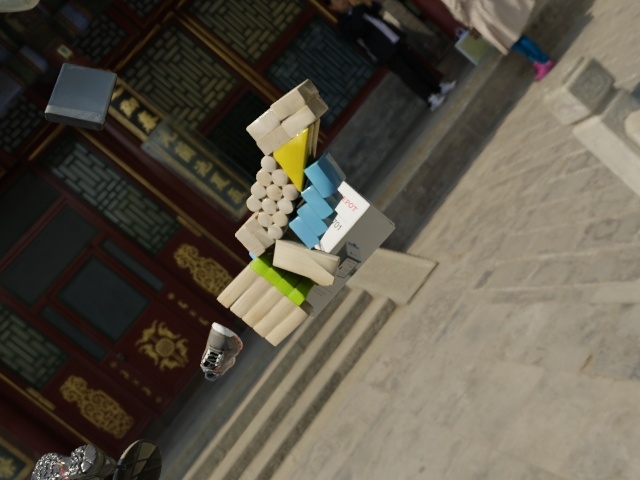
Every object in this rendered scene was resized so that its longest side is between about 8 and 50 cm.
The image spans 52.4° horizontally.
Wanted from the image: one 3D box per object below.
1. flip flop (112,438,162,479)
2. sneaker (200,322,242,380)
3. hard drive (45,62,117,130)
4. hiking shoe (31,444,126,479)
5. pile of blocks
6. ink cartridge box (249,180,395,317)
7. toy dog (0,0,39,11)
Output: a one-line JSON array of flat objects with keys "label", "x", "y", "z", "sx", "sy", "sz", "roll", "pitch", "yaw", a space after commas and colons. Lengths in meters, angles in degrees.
[{"label": "flip flop", "x": -0.450, "y": 0.598, "z": 1.498, "sx": 0.080, "sy": 0.112, "sz": 0.277, "roll": -10, "pitch": 62, "yaw": 47}, {"label": "sneaker", "x": -0.179, "y": 0.204, "z": 1.144, "sx": 0.065, "sy": 0.061, "sz": 0.158, "roll": -55, "pitch": -14, "yaw": -35}, {"label": "hard drive", "x": -0.418, "y": -0.254, "z": 1.142, "sx": 0.022, "sy": 0.094, "sz": 0.135, "roll": 114, "pitch": 160, "yaw": -49}, {"label": "hiking shoe", "x": -0.539, "y": 0.516, "z": 1.430, "sx": 0.226, "sy": 0.114, "sz": 0.086, "roll": -20, "pitch": 46, "yaw": 28}, {"label": "pile of blocks", "x": -0.026, "y": -0.034, "z": 0.840, "sx": 0.113, "sy": 0.148, "sz": 0.362, "roll": -56, "pitch": -16, "yaw": -55}, {"label": "ink cartridge box", "x": 0.000, "y": 0.000, "z": 1.010, "sx": 0.191, "sy": 0.082, "sz": 0.139, "roll": -50, "pitch": 44, "yaw": 6}, {"label": "toy dog", "x": -0.640, "y": -0.390, "z": 1.032, "sx": 0.333, "sy": 0.220, "sz": 0.161, "roll": -40, "pitch": 10, "yaw": -9}]
